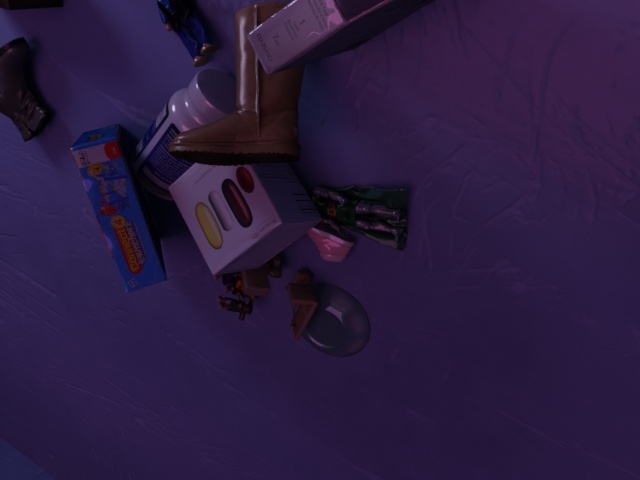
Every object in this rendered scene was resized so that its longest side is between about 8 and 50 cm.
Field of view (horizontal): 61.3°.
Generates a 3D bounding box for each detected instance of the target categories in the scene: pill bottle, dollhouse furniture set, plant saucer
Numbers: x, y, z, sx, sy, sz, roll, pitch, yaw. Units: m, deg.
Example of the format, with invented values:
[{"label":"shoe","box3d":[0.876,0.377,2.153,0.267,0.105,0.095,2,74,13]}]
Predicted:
[{"label":"pill bottle","box3d":[-0.258,-0.209,1.087,0.153,0.153,0.265,49,127,-2]},{"label":"dollhouse furniture set","box3d":[-0.109,0.119,1.178,0.151,0.144,0.123,8,128,-23]},{"label":"plant saucer","box3d":[0.015,0.191,1.218,0.195,0.037,0.194,13,121,23]}]

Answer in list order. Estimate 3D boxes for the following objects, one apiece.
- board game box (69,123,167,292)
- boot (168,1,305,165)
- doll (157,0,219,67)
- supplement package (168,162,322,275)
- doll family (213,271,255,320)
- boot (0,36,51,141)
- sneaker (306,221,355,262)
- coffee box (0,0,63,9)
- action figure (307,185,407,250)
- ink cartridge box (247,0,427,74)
[{"label":"board game box","box3d":[-0.429,-0.084,1.169,0.308,0.086,0.301,-140,34,-66]},{"label":"boot","box3d":[-0.137,-0.268,0.934,0.236,0.089,0.269,0,82,1]},{"label":"doll","box3d":[-0.266,-0.437,1.040,0.129,0.046,0.189,-33,90,45]},{"label":"supplement package","box3d":[-0.147,-0.071,1.051,0.194,0.149,0.203,-36,76,26]},{"label":"doll family","box3d":[-0.181,0.086,1.248,0.111,0.076,0.192,7,115,30]},{"label":"boot","box3d":[-0.714,-0.360,1.313,0.161,0.083,0.246,47,132,-9]},{"label":"sneaker","box3d":[0.000,0.000,1.118,0.134,0.051,0.070,27,120,8]},{"label":"coffee box","box3d":[-0.699,-0.567,1.148,0.247,0.141,0.098,20,122,19]},{"label":"action figure","box3d":[0.053,-0.057,1.059,0.232,0.063,0.137,15,124,25]},{"label":"ink cartridge box","box3d":[0.079,-0.335,0.752,0.261,0.296,0.066,-20,104,34]}]
